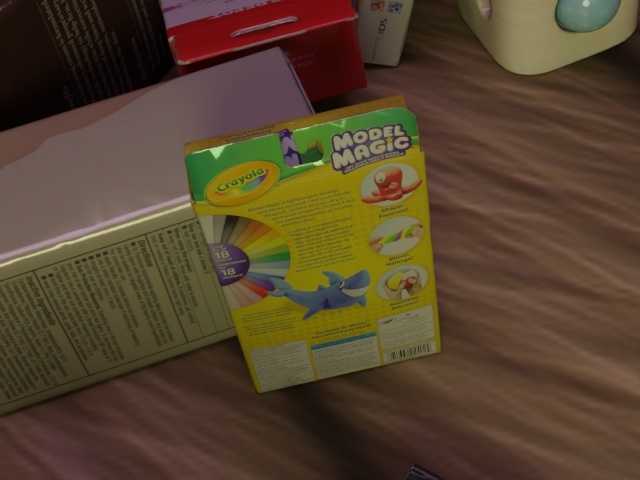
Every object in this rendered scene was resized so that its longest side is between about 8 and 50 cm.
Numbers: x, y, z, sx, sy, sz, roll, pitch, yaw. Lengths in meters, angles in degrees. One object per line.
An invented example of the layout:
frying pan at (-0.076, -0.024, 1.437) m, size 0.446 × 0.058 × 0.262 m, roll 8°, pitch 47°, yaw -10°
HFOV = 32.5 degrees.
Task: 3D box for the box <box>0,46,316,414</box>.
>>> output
box at (-0.144, 0.001, 0.727) m, size 0.311 × 0.148 × 0.121 m, roll -18°, pitch 49°, yaw -7°

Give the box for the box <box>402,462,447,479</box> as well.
box at (0.075, 0.233, 0.554) m, size 0.184 × 0.045 × 0.191 m, roll 27°, pitch 58°, yaw 26°

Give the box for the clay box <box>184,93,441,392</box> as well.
clay box at (0.000, 0.000, 0.649) m, size 0.127 × 0.222 × 0.053 m, roll -13°, pitch 49°, yaw -1°

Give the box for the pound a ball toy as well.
pound a ball toy at (0.210, -0.293, 0.798) m, size 0.208 × 0.319 × 0.136 m, roll -22°, pitch 50°, yaw -9°

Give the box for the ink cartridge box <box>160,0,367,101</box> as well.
ink cartridge box at (-0.047, -0.158, 0.844) m, size 0.134 × 0.078 × 0.231 m, roll -16°, pitch 30°, yaw -3°

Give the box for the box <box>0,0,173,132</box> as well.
box at (-0.252, -0.165, 0.872) m, size 0.167 × 0.168 × 0.203 m, roll 19°, pitch 55°, yaw 24°

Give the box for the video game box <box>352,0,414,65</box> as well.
video game box at (0.056, -0.281, 0.902) m, size 0.048 × 0.187 × 0.205 m, roll 4°, pitch 49°, yaw -5°
